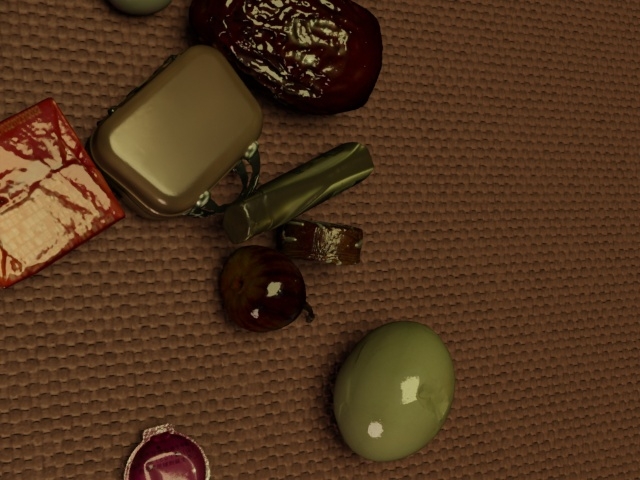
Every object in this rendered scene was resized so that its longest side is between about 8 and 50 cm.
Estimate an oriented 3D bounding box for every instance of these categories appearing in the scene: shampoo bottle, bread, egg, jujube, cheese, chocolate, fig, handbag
[{"bbox_3d":[-0.041,-0.090,1.622,0.350,0.125,0.084,-31,98,-44],"label":"shampoo bottle"},{"bbox_3d":[0.000,0.000,1.651,0.160,0.160,0.073,3,96,-28],"label":"bread"},{"bbox_3d":[-0.323,-0.457,1.587,0.135,0.103,0.103,-8,85,-30],"label":"egg"},{"bbox_3d":[-0.051,-0.385,1.650,0.376,0.258,0.259,29,69,-28],"label":"jujube"},{"bbox_3d":[-0.252,0.434,1.502,0.155,0.062,0.244,-13,89,-28],"label":"cheese"},{"bbox_3d":[-0.482,-0.074,1.440,0.237,0.108,0.235,-36,100,-26],"label":"chocolate"},{"bbox_3d":[-0.083,0.096,1.593,0.202,0.149,0.148,19,115,-11],"label":"fig"},{"bbox_3d":[0.138,0.278,1.645,0.219,0.219,0.269,27,70,-22],"label":"egg"},{"bbox_3d":[-0.232,-0.163,1.565,0.283,0.149,0.302,47,62,-12],"label":"handbag"}]
